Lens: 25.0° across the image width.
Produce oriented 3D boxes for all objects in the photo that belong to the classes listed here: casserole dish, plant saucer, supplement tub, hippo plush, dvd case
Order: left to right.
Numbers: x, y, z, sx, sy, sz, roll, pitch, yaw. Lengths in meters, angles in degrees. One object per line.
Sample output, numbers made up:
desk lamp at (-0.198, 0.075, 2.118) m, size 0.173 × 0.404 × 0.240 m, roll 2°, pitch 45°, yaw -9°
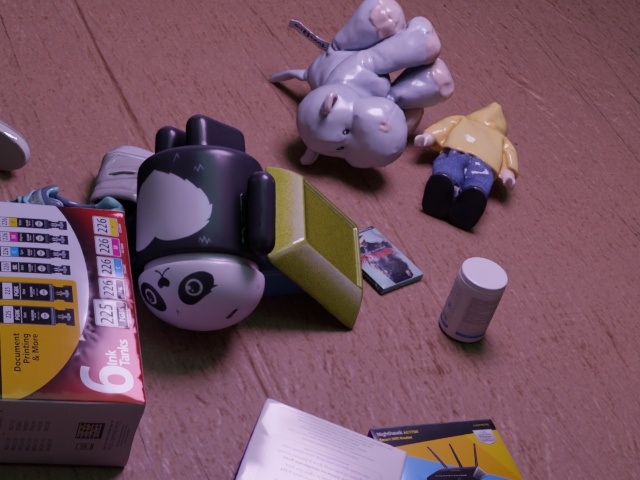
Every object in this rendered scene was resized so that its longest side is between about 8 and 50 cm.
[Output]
casserole dish at (-0.078, 0.027, 2.041) m, size 0.188 × 0.037 × 0.114 m, roll -3°, pitch 42°, yaw -26°
plant saucer at (0.000, 0.000, 2.006) m, size 0.188 × 0.045 × 0.188 m, roll 41°, pitch 31°, yaw -35°
hippo plush at (0.057, -0.244, 2.275) m, size 0.294 × 0.234 × 0.236 m, roll 22°, pitch 36°, yaw 2°
dvd case at (0.083, 0.027, 2.131) m, size 0.087 × 0.013 × 0.119 m, roll -18°, pitch 49°, yaw -39°
supplement tub at (0.216, 0.085, 2.040) m, size 0.071 × 0.107 × 0.071 m, roll 13°, pitch 38°, yaw -10°

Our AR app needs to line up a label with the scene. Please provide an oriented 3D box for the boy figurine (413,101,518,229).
boy figurine at (0.239, -0.140, 2.347) m, size 0.177 × 0.092 × 0.285 m, roll 21°, pitch 36°, yaw 3°

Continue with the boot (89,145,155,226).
boot at (-0.198, -0.051, 2.053) m, size 0.258 × 0.095 × 0.123 m, roll 11°, pitch 43°, yaw 2°

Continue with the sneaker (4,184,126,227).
sneaker at (-0.390, -0.023, 1.891) m, size 0.283 × 0.122 × 0.110 m, roll 1°, pitch 41°, yaw -23°

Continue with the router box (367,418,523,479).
router box at (0.157, 0.291, 1.807) m, size 0.179 × 0.046 × 0.133 m, roll -1°, pitch 42°, yaw -25°

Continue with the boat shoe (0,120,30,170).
boat shoe at (-0.505, -0.175, 2.065) m, size 0.227 × 0.079 × 0.081 m, roll 23°, pitch 41°, yaw 10°

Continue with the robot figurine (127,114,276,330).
robot figurine at (-0.159, -0.020, 1.895) m, size 0.174 × 0.209 × 0.278 m, roll 2°, pitch 72°, yaw -12°

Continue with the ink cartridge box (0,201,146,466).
ink cartridge box at (-0.364, 0.106, 1.716) m, size 0.272 × 0.130 × 0.309 m, roll 4°, pitch 46°, yaw -19°

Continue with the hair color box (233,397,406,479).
hair color box at (-0.029, 0.348, 1.605) m, size 0.185 × 0.110 × 0.339 m, roll 21°, pitch 35°, yaw 0°
